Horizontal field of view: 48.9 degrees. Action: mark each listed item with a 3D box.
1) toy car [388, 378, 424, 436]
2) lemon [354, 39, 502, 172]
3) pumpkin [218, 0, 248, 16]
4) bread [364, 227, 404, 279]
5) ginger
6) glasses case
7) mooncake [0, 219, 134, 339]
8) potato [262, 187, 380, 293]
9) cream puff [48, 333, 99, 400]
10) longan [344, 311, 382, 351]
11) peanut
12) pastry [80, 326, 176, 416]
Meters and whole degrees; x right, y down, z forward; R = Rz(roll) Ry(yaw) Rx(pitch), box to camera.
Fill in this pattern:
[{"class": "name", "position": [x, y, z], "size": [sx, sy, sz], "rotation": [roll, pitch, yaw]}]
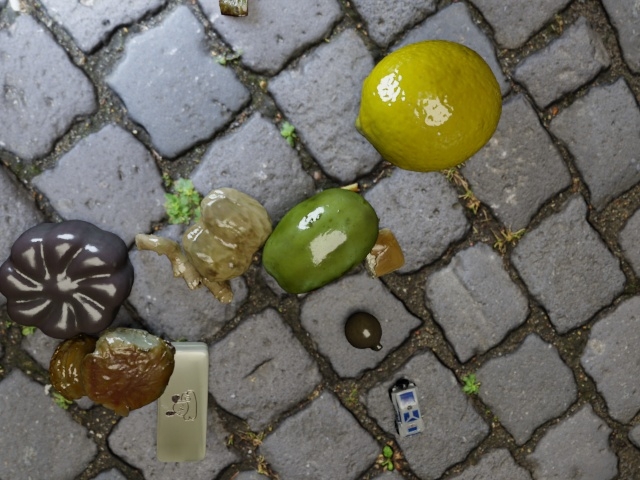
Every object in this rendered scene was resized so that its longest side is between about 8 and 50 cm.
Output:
[{"class": "toy car", "position": [0.243, 0.469, 1.969], "size": [0.080, 0.070, 0.171], "rotation": [-13, 105, -7]}, {"class": "lemon", "position": [0.262, -0.317, 1.677], "size": [0.335, 0.336, 0.336], "rotation": [-2, 103, -10]}, {"class": "pumpkin", "position": [-0.208, -0.585, 1.673], "size": [0.073, 0.035, 0.101], "rotation": [1, 106, 1]}, {"class": "bread", "position": [0.160, 0.035, 1.851], "size": [0.106, 0.082, 0.125], "rotation": [-21, 102, 1]}, {"class": "ginger", "position": [-0.342, 0.069, 1.771], "size": [0.288, 0.075, 0.089], "rotation": [34, 58, -15]}, {"class": "glasses case", "position": [-0.361, 0.423, 1.846], "size": [0.131, 0.070, 0.313], "rotation": [2, 102, -11]}, {"class": "mooncake", "position": [-0.607, 0.096, 1.688], "size": [0.305, 0.154, 0.306], "rotation": [-2, 104, -8]}, {"class": "potato", "position": [0.002, 0.001, 1.754], "size": [0.304, 0.216, 0.216], "rotation": [-42, 106, 8]}, {"class": "cream puff", "position": [-0.606, 0.311, 1.741], "size": [0.115, 0.165, 0.150], "rotation": [6, 145, 18]}, {"class": "longan", "position": [0.119, 0.248, 1.878], "size": [0.106, 0.106, 0.119], "rotation": [-40, 86, 0]}, {"class": "peanut", "position": [-0.233, -0.010, 1.748], "size": [0.196, 0.110, 0.233], "rotation": [32, 90, -20]}, {"class": "pastry", "position": [-0.461, 0.309, 1.707], "size": [0.228, 0.100, 0.219], "rotation": [-18, 115, -7]}]
